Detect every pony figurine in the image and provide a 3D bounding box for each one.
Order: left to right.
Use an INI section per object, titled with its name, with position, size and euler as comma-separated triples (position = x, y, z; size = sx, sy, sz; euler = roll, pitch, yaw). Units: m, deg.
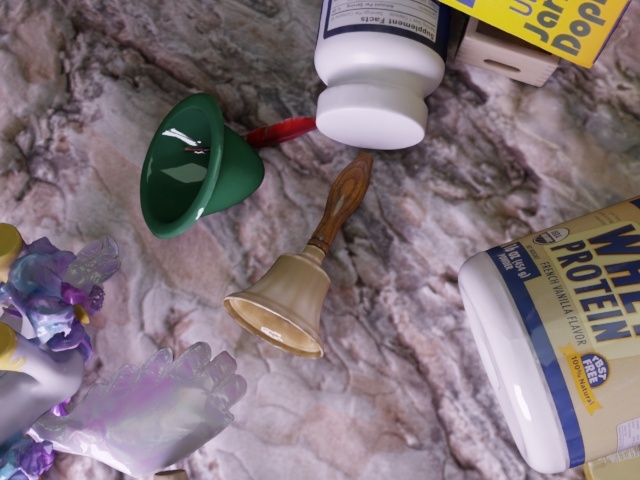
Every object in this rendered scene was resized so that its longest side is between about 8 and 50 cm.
[pony figurine]
position = -0.293, 0.142, 0.935
size = 0.302, 0.363, 0.351
euler = 39, 69, 23

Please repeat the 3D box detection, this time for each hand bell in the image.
[hand bell]
position = 0.000, 0.000, 1.033
size = 0.126, 0.126, 0.242
euler = 23, 68, 13

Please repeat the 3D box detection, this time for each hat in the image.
[hat]
position = -0.089, -0.075, 1.091
size = 0.208, 0.183, 0.173
euler = -26, 59, 45

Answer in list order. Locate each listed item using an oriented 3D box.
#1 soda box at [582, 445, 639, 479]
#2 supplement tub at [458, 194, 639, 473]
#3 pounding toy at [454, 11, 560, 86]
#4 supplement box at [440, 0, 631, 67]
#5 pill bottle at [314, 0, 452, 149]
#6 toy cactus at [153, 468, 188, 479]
[soda box]
position = 0.317, 0.295, 0.915
size = 0.058, 0.061, 0.181
euler = -14, 75, 5
[supplement tub]
position = 0.317, 0.074, 0.884
size = 0.316, 0.228, 0.228
euler = -20, 74, 3
[pounding toy]
position = 0.216, -0.266, 1.065
size = 0.141, 0.100, 0.130
euler = 17, 80, 2
[supplement box]
position = 0.291, -0.399, 0.964
size = 0.195, 0.194, 0.357
euler = 27, 62, 8
[pill bottle]
position = 0.074, -0.250, 1.042
size = 0.153, 0.153, 0.265
euler = 6, 77, 10
[toy cactus]
position = -0.149, 0.331, 0.927
size = 0.218, 0.112, 0.181
euler = -6, 86, -13
